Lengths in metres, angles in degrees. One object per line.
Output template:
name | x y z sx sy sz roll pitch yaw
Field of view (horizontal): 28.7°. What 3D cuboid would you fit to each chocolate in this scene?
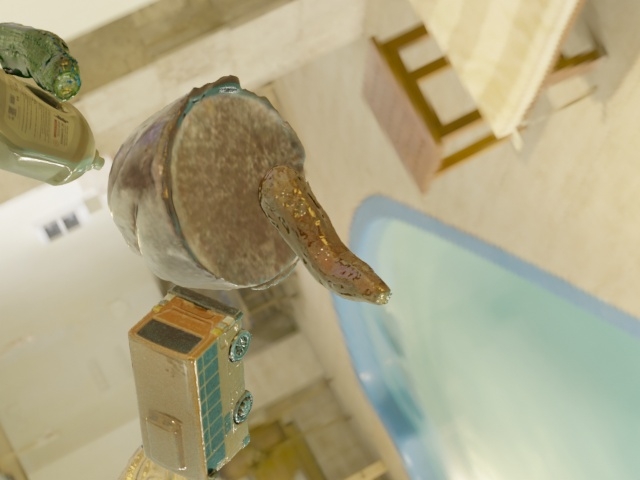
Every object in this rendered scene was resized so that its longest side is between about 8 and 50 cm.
chocolate | -0.182 -0.064 1.795 0.213 0.303 0.303 -10 111 39

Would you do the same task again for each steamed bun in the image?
steamed bun | -0.217 0.325 1.699 0.106 0.183 0.183 30 164 5

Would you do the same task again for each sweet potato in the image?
sweet potato | 0.001 0.004 1.479 0.233 0.062 0.081 50 164 25

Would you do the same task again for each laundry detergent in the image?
laundry detergent | -0.471 -0.180 2.106 0.253 0.091 0.181 26 -136 -39

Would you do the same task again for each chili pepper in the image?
chili pepper | -0.429 -0.276 1.880 0.224 0.061 0.098 32 129 44

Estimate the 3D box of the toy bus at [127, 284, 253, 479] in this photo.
toy bus | -0.128 0.149 1.234 0.091 0.103 0.182 19 131 25
